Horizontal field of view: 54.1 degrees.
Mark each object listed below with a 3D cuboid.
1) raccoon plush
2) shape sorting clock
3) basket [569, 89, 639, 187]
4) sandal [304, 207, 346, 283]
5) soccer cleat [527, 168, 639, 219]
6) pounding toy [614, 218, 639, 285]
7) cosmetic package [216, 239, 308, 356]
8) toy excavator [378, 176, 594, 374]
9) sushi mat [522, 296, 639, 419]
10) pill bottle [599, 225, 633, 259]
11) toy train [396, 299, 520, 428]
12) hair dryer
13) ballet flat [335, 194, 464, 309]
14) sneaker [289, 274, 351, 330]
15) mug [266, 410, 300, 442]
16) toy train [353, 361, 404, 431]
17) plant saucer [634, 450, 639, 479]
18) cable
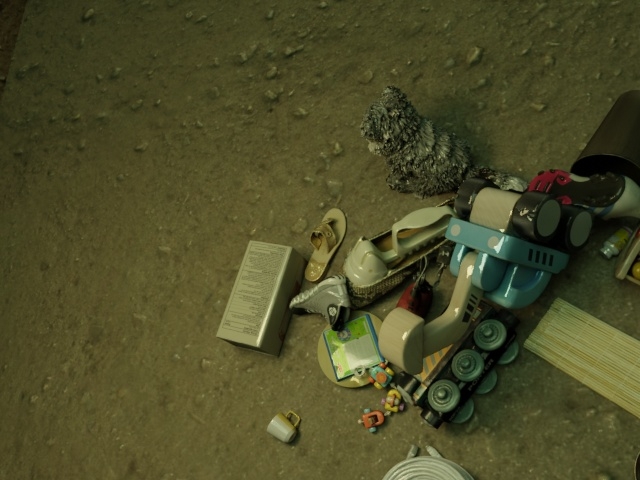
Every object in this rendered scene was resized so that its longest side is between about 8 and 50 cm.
[{"bbox_3d":[0.314,-0.262,1.653,0.447,0.299,0.216,8,71,28],"label":"raccoon plush"},{"bbox_3d":[0.089,0.286,1.658,0.206,0.040,0.206,-8,63,17],"label":"shape sorting clock"},{"bbox_3d":[0.741,-0.240,1.529,0.154,0.204,0.226,36,73,-5],"label":"basket"},{"bbox_3d":[0.006,0.001,1.806,0.088,0.079,0.240,11,72,29],"label":"sandal"},{"bbox_3d":[0.635,-0.096,1.507,0.116,0.143,0.331,-64,19,-2],"label":"soccer cleat"},{"bbox_3d":[0.785,-0.003,1.380,0.155,0.154,0.269,28,96,11],"label":"pounding toy"},{"bbox_3d":[-0.161,0.164,1.781,0.153,0.129,0.296,10,71,27],"label":"cosmetic package"},{"bbox_3d":[0.360,0.087,1.399,0.222,0.433,0.444,23,99,50],"label":"toy excavator"},{"bbox_3d":[0.639,0.266,1.423,0.317,0.019,0.151,32,82,33],"label":"sushi mat"},{"bbox_3d":[0.707,0.007,1.496,0.083,0.043,0.043,-43,57,2],"label":"pill bottle"},{"bbox_3d":[0.327,0.283,1.501,0.334,0.142,0.190,-52,45,-3],"label":"toy train"},{"bbox_3d":[0.222,0.144,1.555,0.080,0.224,0.293,27,114,24],"label":"hair dryer"},{"bbox_3d":[0.206,0.013,1.646,0.483,0.182,0.164,-31,59,10],"label":"ballet flat"},{"bbox_3d":[0.002,0.192,1.686,0.229,0.086,0.132,-39,67,47],"label":"sneaker"},{"bbox_3d":[-0.093,0.489,1.640,0.064,0.062,0.078,32,90,25],"label":"mug"},{"bbox_3d":[0.140,0.388,1.563,0.125,0.046,0.166,-14,78,10],"label":"toy train"},{"bbox_3d":[0.731,0.482,1.273,0.169,0.029,0.168,-10,64,20],"label":"plant saucer"},{"bbox_3d":[0.244,0.616,1.403,0.257,0.089,0.257,29,81,32],"label":"cable"}]
